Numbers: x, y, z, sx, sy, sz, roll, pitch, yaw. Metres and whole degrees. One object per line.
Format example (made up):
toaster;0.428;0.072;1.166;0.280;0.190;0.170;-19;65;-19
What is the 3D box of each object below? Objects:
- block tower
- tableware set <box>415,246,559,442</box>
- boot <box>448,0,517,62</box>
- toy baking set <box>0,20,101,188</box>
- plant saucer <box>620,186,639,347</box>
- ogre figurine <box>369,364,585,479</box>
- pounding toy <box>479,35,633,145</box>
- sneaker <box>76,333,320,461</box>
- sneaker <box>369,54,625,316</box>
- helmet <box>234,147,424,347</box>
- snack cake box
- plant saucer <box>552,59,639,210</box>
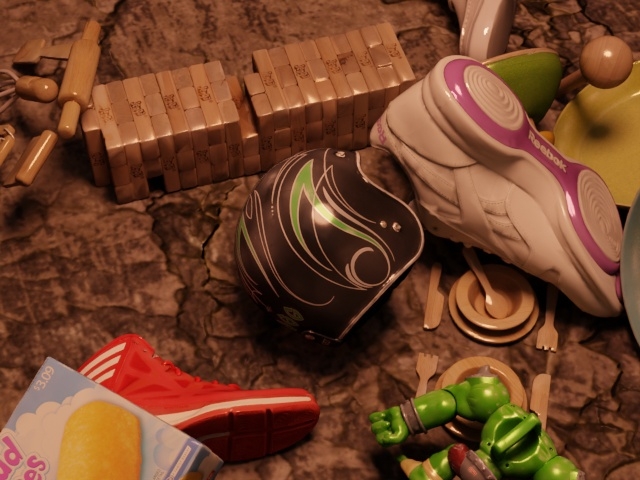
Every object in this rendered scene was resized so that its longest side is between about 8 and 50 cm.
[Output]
block tower;-0.075;-0.130;1.376;0.335;0.097;0.091;-14;56;-10
tableware set;0.158;0.096;1.248;0.128;0.039;0.194;9;54;5
boot;0.158;-0.283;1.505;0.123;0.095;0.258;9;45;13
toy baking set;-0.297;-0.144;1.350;0.197;0.030;0.256;-22;42;31
plant saucer;0.410;0.040;1.150;0.317;0.317;0.044;40;39;24
ogre figurine;0.144;0.195;1.132;0.118;0.097;0.197;-41;51;1
pounding toy;0.194;-0.111;1.344;0.237;0.183;0.110;-16;81;-17
sneaker;-0.118;0.128;1.191;0.221;0.087;0.128;-5;50;-13
sneaker;0.175;-0.037;1.269;0.305;0.152;0.114;47;40;-15
helmet;0.000;0.000;1.240;0.161;0.169;0.169;43;62;7
snack cake box;-0.212;0.245;1.050;0.152;0.089;0.264;27;78;15
plant saucer;0.358;-0.104;1.363;0.241;0.037;0.241;-13;41;12
